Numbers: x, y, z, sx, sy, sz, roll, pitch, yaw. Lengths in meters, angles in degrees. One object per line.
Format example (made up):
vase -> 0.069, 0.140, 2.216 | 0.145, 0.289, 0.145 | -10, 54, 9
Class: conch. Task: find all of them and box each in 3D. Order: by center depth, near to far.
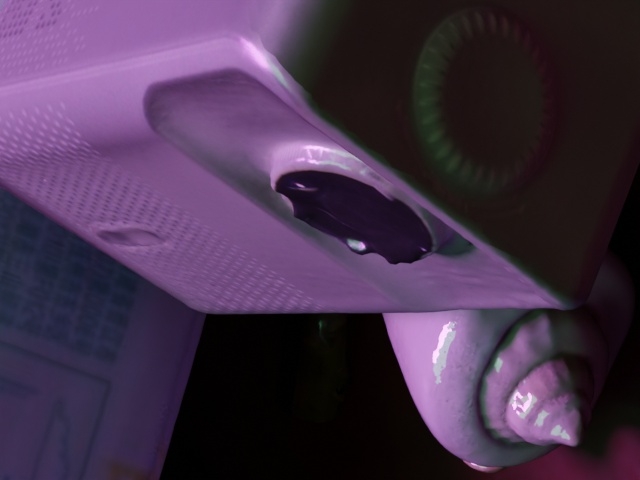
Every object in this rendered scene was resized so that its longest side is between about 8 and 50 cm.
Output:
conch -> 0.051, 0.023, 0.733 | 0.094, 0.104, 0.176 | -54, 45, -2

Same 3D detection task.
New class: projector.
projector -> 0.012, -0.079, 0.648 | 0.242, 0.163, 0.177 | -4, 57, 51

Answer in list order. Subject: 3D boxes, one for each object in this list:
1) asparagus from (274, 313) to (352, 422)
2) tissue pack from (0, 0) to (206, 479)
asparagus -> 0.000, 0.000, 0.839 | 0.036, 0.030, 0.165 | 33, 127, 54
tissue pack -> -0.179, 0.017, 0.834 | 0.287, 0.162, 0.388 | 1, 71, 50
